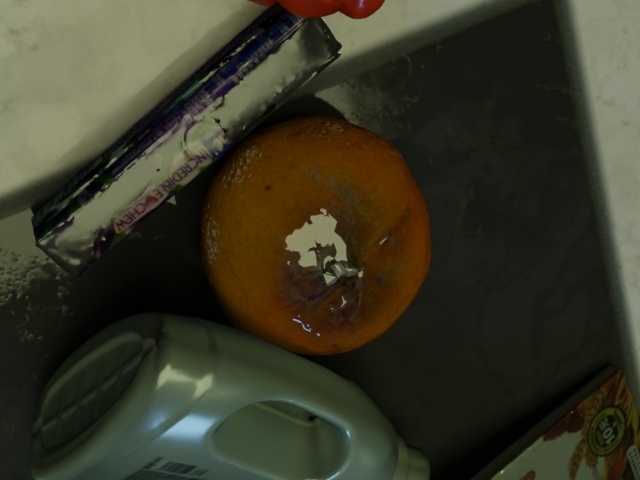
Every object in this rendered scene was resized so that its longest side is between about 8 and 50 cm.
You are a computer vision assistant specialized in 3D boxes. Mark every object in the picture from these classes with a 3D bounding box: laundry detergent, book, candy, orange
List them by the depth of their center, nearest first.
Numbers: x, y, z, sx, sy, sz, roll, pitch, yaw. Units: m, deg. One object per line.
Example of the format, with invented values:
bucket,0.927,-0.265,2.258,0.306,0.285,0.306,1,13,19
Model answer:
candy,-0.120,-0.092,0.760,0.312,0.088,0.061,-41,116,0
orange,0.000,0.000,0.790,0.224,0.170,0.223,-6,113,-15
laundry detergent,-0.043,0.190,0.838,0.398,0.124,0.264,22,138,-32
book,0.245,0.381,1.043,0.428,0.039,0.300,-35,117,-17

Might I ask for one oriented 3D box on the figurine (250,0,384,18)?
figurine,-0.001,-0.378,0.639,0.306,0.241,0.411,40,75,-49
